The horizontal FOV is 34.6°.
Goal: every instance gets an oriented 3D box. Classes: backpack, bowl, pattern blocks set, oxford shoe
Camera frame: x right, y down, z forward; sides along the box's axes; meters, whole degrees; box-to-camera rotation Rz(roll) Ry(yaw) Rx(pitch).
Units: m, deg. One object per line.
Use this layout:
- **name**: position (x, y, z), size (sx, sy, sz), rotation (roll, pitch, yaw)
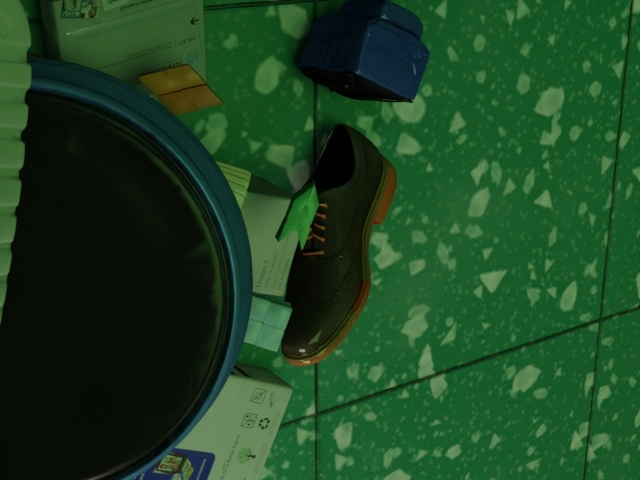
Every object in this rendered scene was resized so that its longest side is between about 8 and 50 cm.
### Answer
- **backpack**: position (0.045, -0.196, 1.068), size (0.098, 0.120, 0.101), rotation (25, 82, -36)
- **bowl**: position (-0.251, 0.042, 0.868), size (0.391, 0.077, 0.391), rotation (-1, 102, -7)
- **pattern blocks set**: position (-0.167, -0.020, 0.918), size (0.325, 0.026, 0.285), rotation (8, 102, -9)
- **oxford shoe**: position (0.000, 0.000, 1.080), size (0.098, 0.097, 0.271), rotation (49, 47, -43)

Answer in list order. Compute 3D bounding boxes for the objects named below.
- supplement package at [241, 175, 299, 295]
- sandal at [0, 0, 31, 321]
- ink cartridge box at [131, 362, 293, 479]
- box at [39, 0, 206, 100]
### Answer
- **supplement package**: position (-0.120, -0.017, 1.026), size (0.179, 0.105, 0.105), rotation (9, 104, -36)
- **sandal**: position (-0.308, -0.001, 0.738), size (0.169, 0.102, 0.416), rotation (27, 73, -44)
- **ink cartridge box**: position (-0.195, 0.194, 1.078), size (0.333, 0.065, 0.165), rotation (18, 96, -39)
- **box**: position (-0.176, -0.207, 0.925), size (0.145, 0.038, 0.186), rotation (-24, 137, -26)
